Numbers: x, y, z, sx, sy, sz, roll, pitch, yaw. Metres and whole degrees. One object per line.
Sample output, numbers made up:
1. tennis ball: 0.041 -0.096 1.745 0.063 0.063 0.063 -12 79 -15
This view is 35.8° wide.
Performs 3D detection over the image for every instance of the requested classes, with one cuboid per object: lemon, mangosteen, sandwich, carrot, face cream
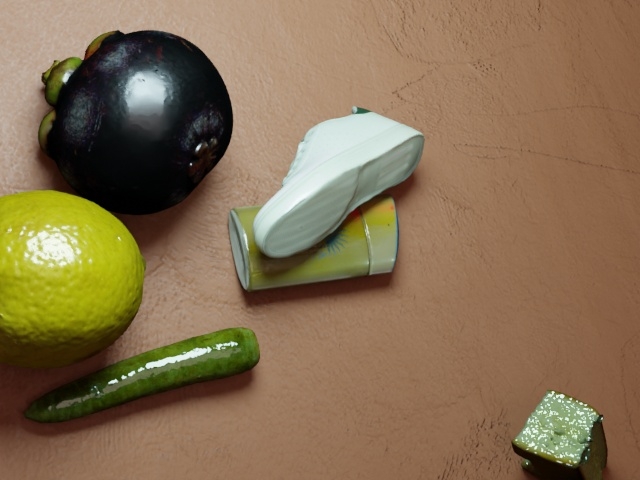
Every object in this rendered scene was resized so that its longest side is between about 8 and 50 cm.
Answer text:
1. lemon: -0.375 0.053 1.346 0.267 0.267 0.267 4 80 -22
2. mangosteen: -0.286 -0.185 1.442 0.302 0.275 0.275 30 68 20
3. sandwich: 0.423 0.363 1.692 0.122 0.128 0.235 -56 146 -20
4. carrot: -0.259 0.202 1.469 0.358 0.074 0.074 -15 87 -21
5. face cream: 0.000 0.000 1.604 0.285 0.067 0.139 -6 74 -23

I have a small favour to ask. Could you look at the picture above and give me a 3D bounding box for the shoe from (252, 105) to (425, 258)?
1. shoe: -0.003 -0.111 1.566 0.160 0.132 0.363 34 50 28
